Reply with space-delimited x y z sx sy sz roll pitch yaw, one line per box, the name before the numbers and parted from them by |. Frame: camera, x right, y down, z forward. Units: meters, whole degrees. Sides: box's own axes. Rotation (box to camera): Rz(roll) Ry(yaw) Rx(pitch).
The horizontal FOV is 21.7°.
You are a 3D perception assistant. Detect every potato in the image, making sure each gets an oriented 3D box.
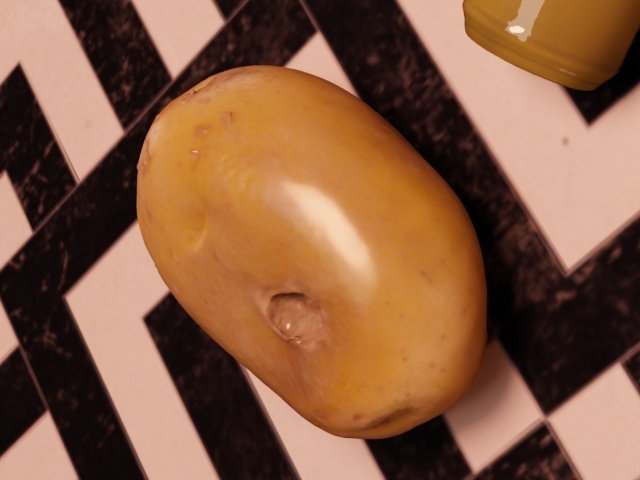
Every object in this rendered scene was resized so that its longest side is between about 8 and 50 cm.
potato | 0.000 0.000 0.912 0.234 0.146 0.150 43 157 18

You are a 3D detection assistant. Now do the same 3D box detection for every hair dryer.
hair dryer | 0.079 -0.196 0.902 0.279 0.090 0.135 40 114 41
